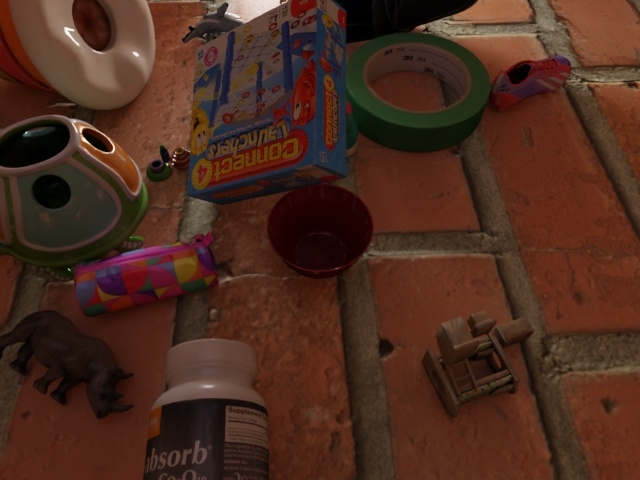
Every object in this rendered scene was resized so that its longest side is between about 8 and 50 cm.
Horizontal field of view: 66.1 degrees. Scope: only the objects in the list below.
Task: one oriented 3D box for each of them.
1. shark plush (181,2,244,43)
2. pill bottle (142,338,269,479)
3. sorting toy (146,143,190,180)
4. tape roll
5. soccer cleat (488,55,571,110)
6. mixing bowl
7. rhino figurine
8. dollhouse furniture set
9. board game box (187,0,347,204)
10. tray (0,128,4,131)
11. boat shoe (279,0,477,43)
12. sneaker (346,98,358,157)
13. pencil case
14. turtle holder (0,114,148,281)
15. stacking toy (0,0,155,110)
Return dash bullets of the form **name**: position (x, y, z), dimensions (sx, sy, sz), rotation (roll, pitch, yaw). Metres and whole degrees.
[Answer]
- **shark plush**: position (-0.275, -0.543, 1.250), dimensions (0.161, 0.073, 0.067), rotation (-28, 91, -22)
- **pill bottle**: position (-0.147, 0.284, 0.644), dimensions (0.162, 0.162, 0.279), rotation (-4, 57, -3)
- **sorting toy**: position (-0.313, -0.167, 1.008), dimensions (0.102, 0.042, 0.061), rotation (-27, 61, -17)
- **tape roll**: position (0.212, -0.340, 1.107), dimensions (0.321, 0.077, 0.321), rotation (1, 57, -1)
- **soccer cleat**: position (0.489, -0.378, 1.123), dimensions (0.248, 0.095, 0.083), rotation (-27, 61, -16)
- **mixing bowl**: position (0.000, 0.000, 0.869), dimensions (0.181, 0.098, 0.181), rotation (0, 56, 0)
- **rhino figurine**: position (-0.383, 0.191, 0.756), dimensions (0.243, 0.073, 0.106), rotation (27, 64, 14)
- **dollhouse furniture set**: position (0.265, 0.168, 0.724), dimensions (0.181, 0.161, 0.101), rotation (-17, 59, -10)
- **board game box**: position (-0.101, -0.237, 0.876), dimensions (0.308, 0.086, 0.302), rotation (-8, 76, 37)
- **tray**: position (-0.705, -0.118, 0.979), dimensions (0.145, 0.030, 0.270), rotation (-1, 57, 0)
- **boat shoe**: position (0.150, -0.566, 1.198), dimensions (0.500, 0.187, 0.156), rotation (-6, 62, 2)
- **sneaker**: position (-0.067, -0.249, 0.983), dimensions (0.295, 0.178, 0.124), rotation (0, 57, 0)
- **pencil case**: position (-0.289, 0.053, 0.832), dimensions (0.236, 0.104, 0.104), rotation (-16, 58, -10)
- **turtle holder**: position (-0.476, -0.087, 0.844), dimensions (0.320, 0.227, 0.243), rotation (-1, 57, -1)
- **stacking toy**: position (-0.651, -0.457, 1.094), dimensions (0.479, 0.351, 0.351), rotation (2, 55, 24)
